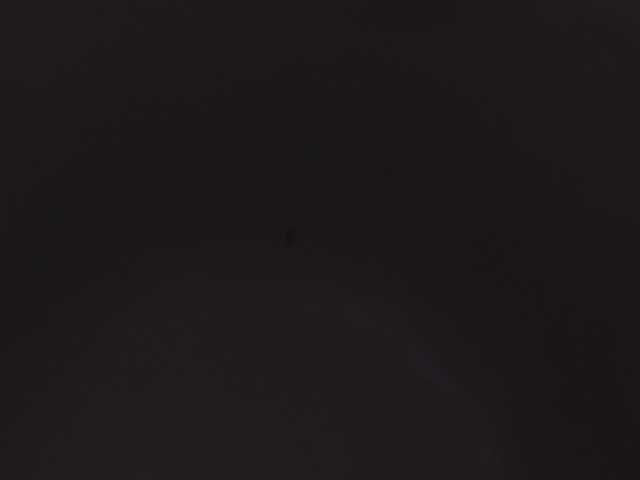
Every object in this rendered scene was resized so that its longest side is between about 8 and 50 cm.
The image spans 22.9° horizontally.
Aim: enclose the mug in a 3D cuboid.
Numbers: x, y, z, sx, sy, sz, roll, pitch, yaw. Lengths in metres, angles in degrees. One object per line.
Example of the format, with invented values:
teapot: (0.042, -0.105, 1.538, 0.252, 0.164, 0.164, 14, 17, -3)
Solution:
mug: (0.026, 0.073, 0.337, 0.374, 0.276, 0.328, 35, 165, 8)
